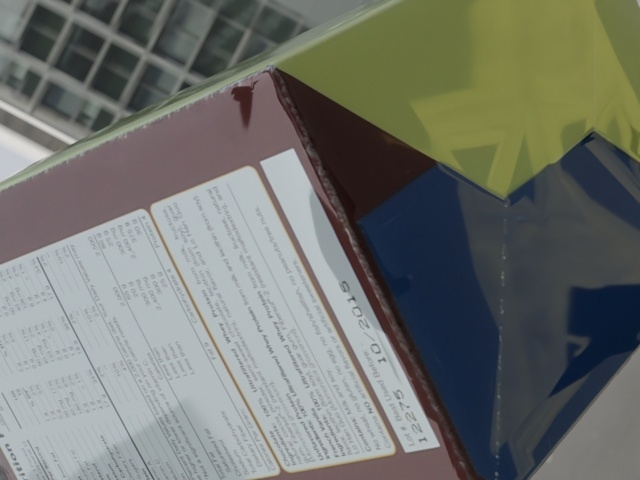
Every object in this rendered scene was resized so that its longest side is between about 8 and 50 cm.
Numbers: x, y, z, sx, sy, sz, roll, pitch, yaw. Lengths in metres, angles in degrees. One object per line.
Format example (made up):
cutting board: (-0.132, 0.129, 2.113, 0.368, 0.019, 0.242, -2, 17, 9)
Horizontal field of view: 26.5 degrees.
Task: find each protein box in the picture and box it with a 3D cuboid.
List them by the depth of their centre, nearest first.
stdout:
protein box: (0.000, 0.000, 0.479, 0.201, 0.136, 0.200, -18, 12, 42)
